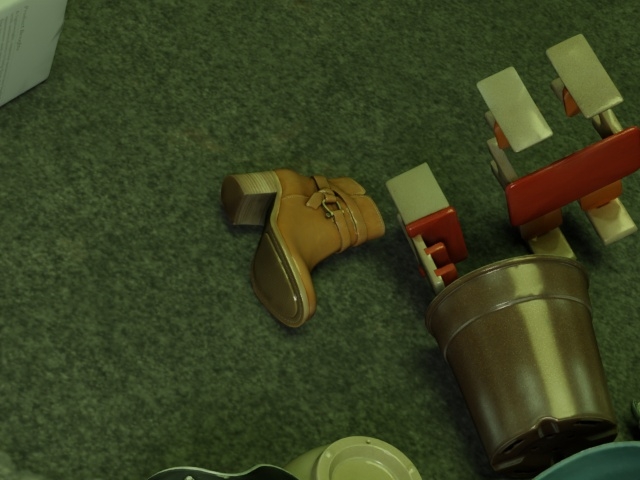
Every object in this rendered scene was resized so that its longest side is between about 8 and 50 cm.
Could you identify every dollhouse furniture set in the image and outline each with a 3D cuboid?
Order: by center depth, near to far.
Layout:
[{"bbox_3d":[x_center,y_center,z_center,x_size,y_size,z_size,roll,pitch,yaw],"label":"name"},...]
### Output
[{"bbox_3d":[0.212,-0.043,1.629,0.259,0.262,0.135,-25,58,-1],"label":"dollhouse furniture set"}]

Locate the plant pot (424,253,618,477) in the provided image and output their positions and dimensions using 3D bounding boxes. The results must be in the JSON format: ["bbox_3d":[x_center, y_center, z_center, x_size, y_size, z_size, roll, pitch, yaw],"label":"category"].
[{"bbox_3d":[0.201,0.126,1.512,0.167,0.167,0.165,0,55,-24],"label":"plant pot"}]

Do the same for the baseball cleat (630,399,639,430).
[{"bbox_3d":[0.414,0.182,1.610,0.206,0.072,0.109,7,39,-23],"label":"baseball cleat"}]

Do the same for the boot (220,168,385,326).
[{"bbox_3d":[0.000,0.000,1.602,0.152,0.073,0.197,-1,51,-31],"label":"boot"}]

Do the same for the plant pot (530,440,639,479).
[{"bbox_3d":[0.262,0.336,1.267,0.196,0.293,0.293,38,37,-26],"label":"plant pot"}]

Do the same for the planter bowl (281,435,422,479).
[{"bbox_3d":[0.027,0.236,1.353,0.162,0.109,0.162,13,45,-13],"label":"planter bowl"}]

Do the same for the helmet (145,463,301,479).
[{"bbox_3d":[-0.079,0.259,1.244,0.161,0.169,0.169,2,45,-46],"label":"helmet"}]

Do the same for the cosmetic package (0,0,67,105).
[{"bbox_3d":[-0.372,-0.222,1.590,0.151,0.151,0.183,36,43,13],"label":"cosmetic package"}]
